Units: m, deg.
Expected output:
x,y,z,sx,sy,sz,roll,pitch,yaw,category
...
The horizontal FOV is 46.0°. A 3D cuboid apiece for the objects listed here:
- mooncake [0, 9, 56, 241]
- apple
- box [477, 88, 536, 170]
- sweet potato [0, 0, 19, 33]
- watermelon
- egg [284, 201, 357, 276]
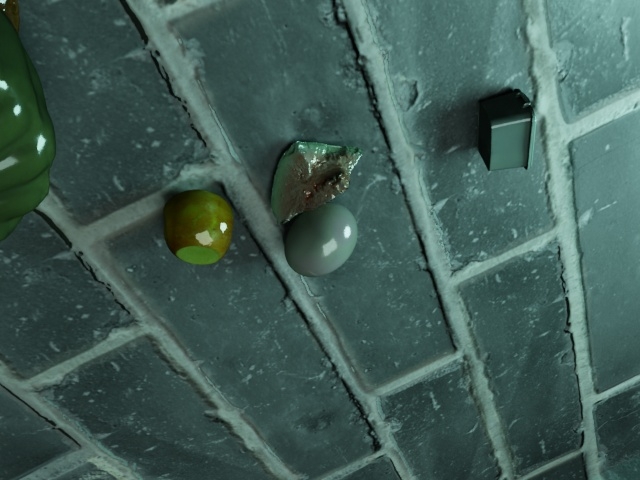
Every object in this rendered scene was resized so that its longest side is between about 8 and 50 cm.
x,y,z,sx,sy,sz,roll,pitch,yaw,category
-0.442,-0.112,0.757,0.351,0.187,0.351,-19,147,-13,mooncake
-0.181,-0.021,1.098,0.102,0.099,0.114,7,154,-18,apple
0.288,-0.168,1.180,0.069,0.084,0.122,-12,134,-3,box
-0.357,-0.273,0.815,0.049,0.049,0.117,-10,136,-15,sweet potato
-0.023,-0.089,1.129,0.101,0.080,0.155,28,132,-30,watermelon
0.000,0.000,1.192,0.103,0.103,0.135,22,120,-38,egg
